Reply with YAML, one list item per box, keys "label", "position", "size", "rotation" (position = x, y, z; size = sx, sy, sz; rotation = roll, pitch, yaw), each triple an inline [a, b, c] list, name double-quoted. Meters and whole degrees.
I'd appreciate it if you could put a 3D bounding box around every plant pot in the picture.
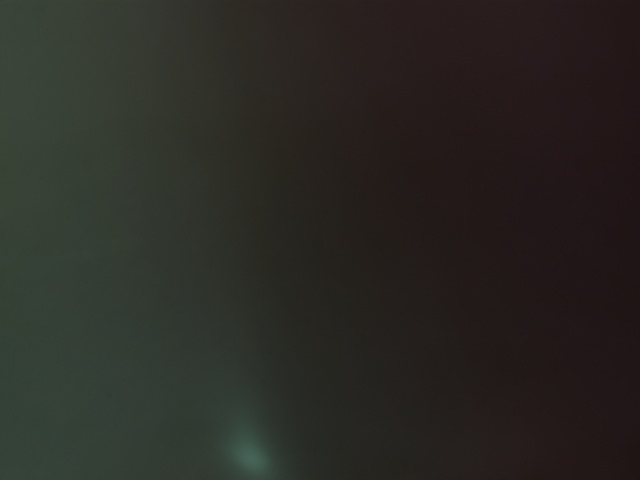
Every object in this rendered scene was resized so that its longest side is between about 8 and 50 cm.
- label: "plant pot"
  position: [0.000, 0.000, 0.478]
  size: [0.323, 0.280, 0.323]
  rotation: [-10, -5, -1]
